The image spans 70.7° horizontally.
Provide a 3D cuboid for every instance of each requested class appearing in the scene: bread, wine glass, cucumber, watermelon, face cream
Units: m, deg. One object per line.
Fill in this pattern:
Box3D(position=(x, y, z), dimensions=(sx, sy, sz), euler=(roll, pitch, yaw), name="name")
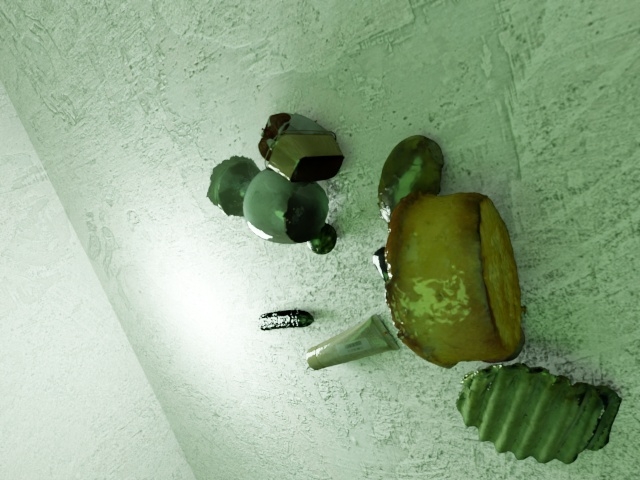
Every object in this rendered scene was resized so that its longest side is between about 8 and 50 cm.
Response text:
Box3D(position=(-0.062, -0.244, 1.201), dimensions=(0.212, 0.224, 0.143), euler=(48, 130, 29), name="bread")
Box3D(position=(-0.145, -0.117, 1.317), dimensions=(0.322, 0.238, 0.238), euler=(18, 124, 40), name="wine glass")
Box3D(position=(-0.123, 0.290, 1.647), dimensions=(0.300, 0.072, 0.072), euler=(-15, 103, 44), name="cucumber")
Box3D(position=(0.283, 0.079, 0.962), dimensions=(0.215, 0.398, 0.399), euler=(-11, 106, 33), name="bread")
Box3D(position=(0.004, -0.002, 1.355), dimensions=(0.108, 0.109, 0.109), euler=(19, 124, 31), name="watermelon")
Box3D(position=(0.093, 0.353, 1.503), dimensions=(0.341, 0.084, 0.137), euler=(-31, 94, 37), name="face cream")

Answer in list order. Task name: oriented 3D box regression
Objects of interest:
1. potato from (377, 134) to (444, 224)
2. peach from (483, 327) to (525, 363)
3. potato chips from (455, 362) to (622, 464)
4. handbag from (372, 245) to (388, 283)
Box3D(position=(0.215, -0.139, 1.097), dimensions=(0.149, 0.113, 0.252), euler=(30, 129, 22), name="potato")
Box3D(position=(0.420, 0.239, 1.122), dimensions=(0.152, 0.152, 0.152), euler=(19, 124, 31), name="peach")
Box3D(position=(0.532, 0.444, 1.149), dimensions=(0.358, 0.070, 0.430), euler=(13, 135, 19), name="potato chips")
Box3D(position=(0.270, 0.143, 1.233), dimensions=(0.191, 0.075, 0.333), euler=(-15, 101, 43), name="handbag")
